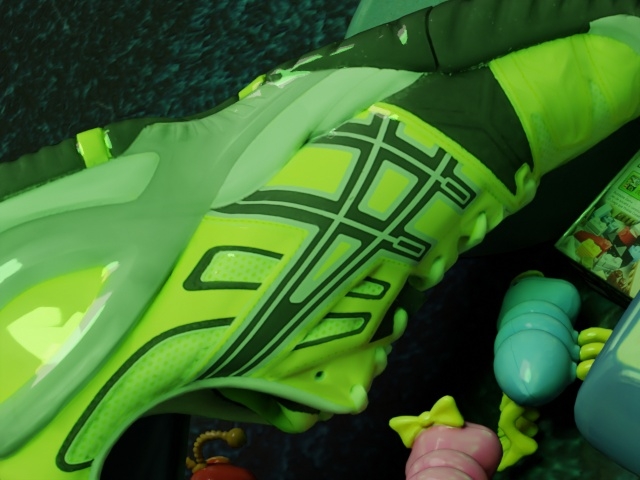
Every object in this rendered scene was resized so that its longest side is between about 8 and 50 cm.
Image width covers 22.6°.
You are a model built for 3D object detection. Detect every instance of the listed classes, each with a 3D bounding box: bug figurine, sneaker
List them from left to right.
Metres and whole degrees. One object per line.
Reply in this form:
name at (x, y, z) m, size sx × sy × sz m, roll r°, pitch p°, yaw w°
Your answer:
sneaker at (0.000, 0.000, 0.701) m, size 0.384 × 0.147 × 0.145 m, roll -24°, pitch -4°, yaw -17°
bug figurine at (0.016, 0.113, 0.705) m, size 0.279 × 0.072 × 0.216 m, roll -32°, pitch 16°, yaw 19°

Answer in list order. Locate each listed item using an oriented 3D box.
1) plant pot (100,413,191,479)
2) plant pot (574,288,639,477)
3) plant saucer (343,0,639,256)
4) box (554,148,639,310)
plant pot at (-0.167, 0.175, 0.742) m, size 0.234 × 0.165 × 0.166 m, roll 111°, pitch 166°, yaw -45°
plant pot at (0.225, 0.042, 0.439) m, size 0.236 × 0.212 × 0.236 m, roll 28°, pitch 78°, yaw 44°
plant saucer at (0.123, -0.134, 0.892) m, size 0.317 × 0.043 × 0.318 m, roll -27°, pitch 41°, yaw 26°
box at (0.201, 0.008, 0.677) m, size 0.114 × 0.036 × 0.207 m, roll -49°, pitch 35°, yaw -2°
